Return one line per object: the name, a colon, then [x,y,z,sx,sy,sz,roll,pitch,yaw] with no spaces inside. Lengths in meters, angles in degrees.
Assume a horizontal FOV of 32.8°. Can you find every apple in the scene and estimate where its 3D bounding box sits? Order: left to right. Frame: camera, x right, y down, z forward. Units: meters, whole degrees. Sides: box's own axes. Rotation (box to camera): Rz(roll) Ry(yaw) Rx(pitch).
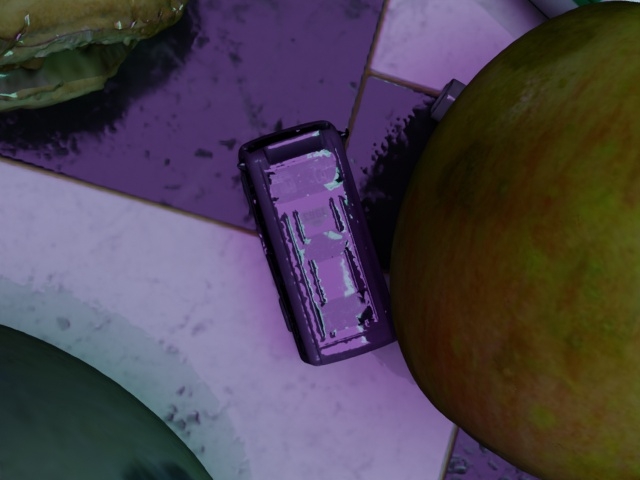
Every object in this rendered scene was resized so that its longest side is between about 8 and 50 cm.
apple: [0.216,0.011,0.711,0.339,0.339,0.339,0,90,-4]

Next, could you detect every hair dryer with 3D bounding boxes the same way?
hair dryer: [0.098,-0.060,0.858,0.063,0.038,0.124,31,95,-2]

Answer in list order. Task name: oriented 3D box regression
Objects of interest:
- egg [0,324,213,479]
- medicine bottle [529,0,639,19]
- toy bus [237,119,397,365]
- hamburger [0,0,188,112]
egg: [-0.247,0.215,0.673,0.428,0.345,0.345,11,89,-5]
medicine bottle: [0.184,-0.224,0.831,0.260,0.095,0.095,42,87,-3]
toy bus: [0.000,0.000,0.814,0.087,0.098,0.178,-18,91,-4]
hamburger: [-0.212,-0.217,0.728,0.283,0.144,0.259,-13,91,-42]
